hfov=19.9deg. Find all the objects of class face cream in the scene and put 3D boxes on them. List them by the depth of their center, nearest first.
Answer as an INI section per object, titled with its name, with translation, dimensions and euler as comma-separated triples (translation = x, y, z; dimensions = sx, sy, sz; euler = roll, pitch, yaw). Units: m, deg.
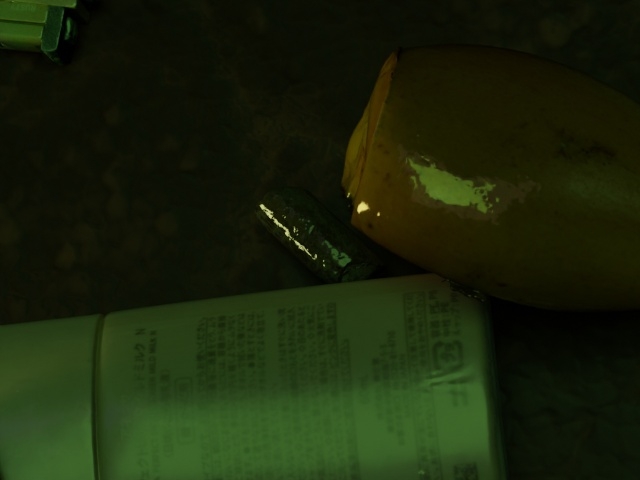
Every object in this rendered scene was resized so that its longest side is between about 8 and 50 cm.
[face cream]
translation = -0.056, 0.119, 1.191
dimensions = 0.348, 0.081, 0.174
euler = -7, 69, 6

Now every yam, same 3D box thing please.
[yam]
translation = 0.000, 0.000, 1.250
dimensions = 0.043, 0.043, 0.094
euler = -42, 67, -8

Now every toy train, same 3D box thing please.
[toy train]
translation = -0.225, -0.175, 1.350
dimensions = 0.122, 0.050, 0.081
euler = 8, 75, 11

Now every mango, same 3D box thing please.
[mango]
translation = 0.150, -0.037, 1.183
dimensions = 0.257, 0.138, 0.187
euler = 12, 30, -5
